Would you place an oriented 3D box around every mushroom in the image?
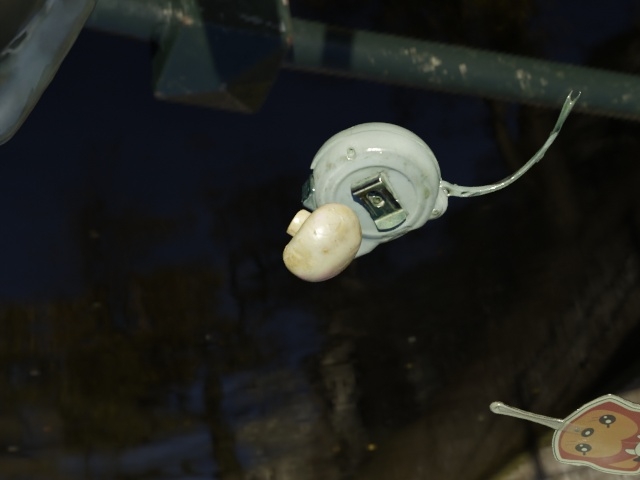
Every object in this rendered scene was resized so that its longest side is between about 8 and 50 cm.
[{"bbox_3d":[0.000,0.000,1.112,0.083,0.067,0.083,-48,166,-16],"label":"mushroom"}]

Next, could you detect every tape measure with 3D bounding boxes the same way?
[{"bbox_3d":[0.136,-0.094,1.317,0.330,0.084,0.164,-27,129,20],"label":"tape measure"}]

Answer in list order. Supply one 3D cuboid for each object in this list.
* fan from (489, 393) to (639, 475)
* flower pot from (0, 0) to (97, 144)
[{"bbox_3d":[0.290,0.210,1.296,0.220,0.009,0.132,16,132,-11],"label":"fan"},{"bbox_3d":[-0.256,-0.178,0.630,0.254,0.165,0.367,26,162,5],"label":"flower pot"}]
